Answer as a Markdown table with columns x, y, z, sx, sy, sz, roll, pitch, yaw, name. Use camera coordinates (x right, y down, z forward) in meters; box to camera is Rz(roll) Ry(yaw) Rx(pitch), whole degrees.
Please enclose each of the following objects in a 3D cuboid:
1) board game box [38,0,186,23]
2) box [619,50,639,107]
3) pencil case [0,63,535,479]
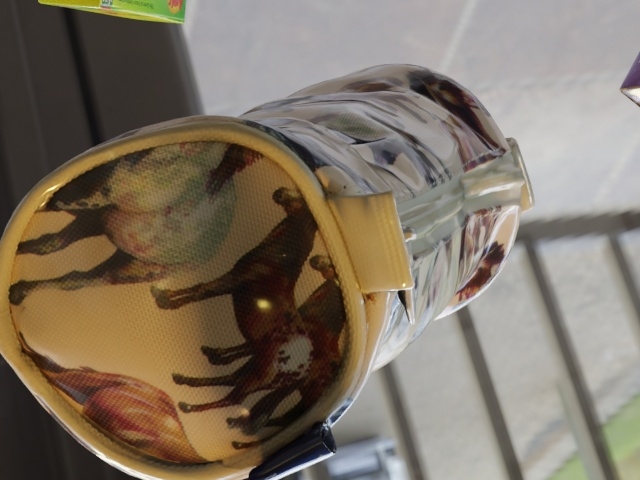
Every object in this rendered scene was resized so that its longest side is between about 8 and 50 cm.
| x | y | z | sx | sy | sz | roll | pitch | yaw | name |
| --- | --- | --- | --- | --- | --- | --- | --- | --- | --- |
| -0.133 | -0.198 | 1.220 | 0.043 | 0.092 | 0.181 | 7 | -175 | 13 | board game box |
| 0.382 | -0.088 | 1.330 | 0.201 | 0.057 | 0.293 | 35 | 165 | -20 | box |
| 0.000 | 0.000 | 0.922 | 0.184 | 0.160 | 0.410 | -2 | -172 | 16 | pencil case |
